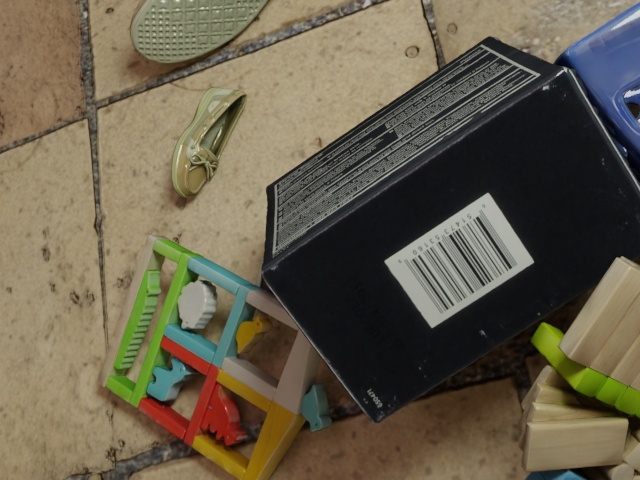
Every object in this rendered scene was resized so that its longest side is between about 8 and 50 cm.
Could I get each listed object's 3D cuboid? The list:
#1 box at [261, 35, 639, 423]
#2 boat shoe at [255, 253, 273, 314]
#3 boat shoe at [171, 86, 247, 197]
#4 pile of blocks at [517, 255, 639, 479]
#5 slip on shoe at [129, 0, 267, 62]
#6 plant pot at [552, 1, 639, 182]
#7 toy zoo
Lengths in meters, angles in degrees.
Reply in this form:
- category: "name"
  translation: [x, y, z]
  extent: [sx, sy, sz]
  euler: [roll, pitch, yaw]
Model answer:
- category: "box"
  translation: [0.113, -0.028, 0.946]
  extent: [0.296, 0.182, 0.294]
  euler: [-33, 16, 8]
- category: "boat shoe"
  translation: [0.000, 0.000, 1.125]
  extent: [0.065, 0.075, 0.206]
  euler: [24, 75, 33]
- category: "boat shoe"
  translation: [-0.137, -0.122, 1.250]
  extent: [0.048, 0.056, 0.153]
  euler: [9, 65, 32]
- category: "pile of blocks"
  translation: [0.215, 0.170, 0.847]
  extent: [0.149, 0.362, 0.112]
  euler: [1, 20, -14]
- category: "slip on shoe"
  translation: [-0.118, -0.360, 1.319]
  extent: [0.331, 0.123, 0.101]
  euler: [-45, 36, 1]
- category: "plant pot"
  translation: [0.358, -0.126, 0.914]
  extent: [0.236, 0.236, 0.212]
  euler: [-30, 88, 7]
- category: "toy zoo"
  translation: [-0.110, 0.135, 1.104]
  extent: [0.293, 0.030, 0.192]
  euler: [27, 101, 31]
